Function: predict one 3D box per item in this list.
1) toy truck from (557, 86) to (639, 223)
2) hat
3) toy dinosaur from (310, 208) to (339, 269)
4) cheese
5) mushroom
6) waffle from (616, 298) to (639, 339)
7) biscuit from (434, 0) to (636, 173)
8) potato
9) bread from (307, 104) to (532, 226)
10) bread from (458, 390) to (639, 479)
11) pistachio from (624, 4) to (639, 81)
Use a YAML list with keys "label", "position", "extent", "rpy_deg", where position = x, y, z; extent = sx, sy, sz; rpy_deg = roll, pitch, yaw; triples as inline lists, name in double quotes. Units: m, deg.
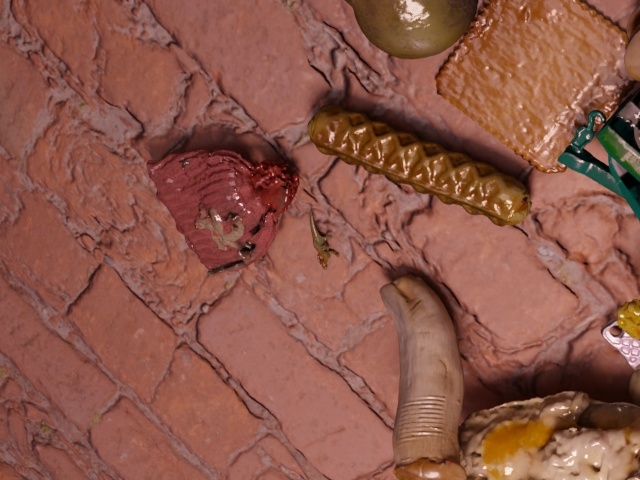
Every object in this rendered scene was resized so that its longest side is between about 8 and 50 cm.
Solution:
- label: "toy truck"
  position: [0.499, -0.059, 1.188]
  extent: [0.363, 0.176, 0.178]
  rpy_deg: [41, 132, 7]
- label: "hat"
  position: [-0.155, -0.059, 1.546]
  extent: [0.287, 0.107, 0.236]
  rpy_deg: [-15, 113, 36]
- label: "toy dinosaur"
  position: [0.003, 0.001, 1.537]
  extent: [0.041, 0.026, 0.113]
  rpy_deg: [14, 127, 41]
- label: "cheese"
  position: [0.501, 0.203, 1.350]
  extent: [0.227, 0.064, 0.137]
  rpy_deg: [46, 120, 1]
- label: "mushroom"
  position: [0.160, 0.214, 1.413]
  extent: [0.123, 0.351, 0.095]
  rpy_deg: [-1, 149, -4]
- label: "waffle"
  position: [0.555, 0.138, 1.191]
  extent: [0.307, 0.312, 0.060]
  rpy_deg: [8, 77, 43]
- label: "biscuit"
  position: [0.305, -0.237, 1.294]
  extent: [0.237, 0.013, 0.232]
  rpy_deg: [38, 123, 7]
- label: "potato"
  position: [0.107, -0.372, 1.255]
  extent: [0.174, 0.159, 0.251]
  rpy_deg: [-31, 111, 9]
- label: "bread"
  position: [0.144, -0.116, 1.388]
  extent: [0.368, 0.084, 0.077]
  rpy_deg: [25, 80, 18]
- label: "bread"
  position: [0.397, 0.445, 1.366]
  extent: [0.361, 0.250, 0.394]
  rpy_deg: [-17, 119, 35]
- label: "pistachio"
  position: [0.483, -0.257, 1.122]
  extent: [0.215, 0.144, 0.143]
  rpy_deg: [-5, 108, 27]
